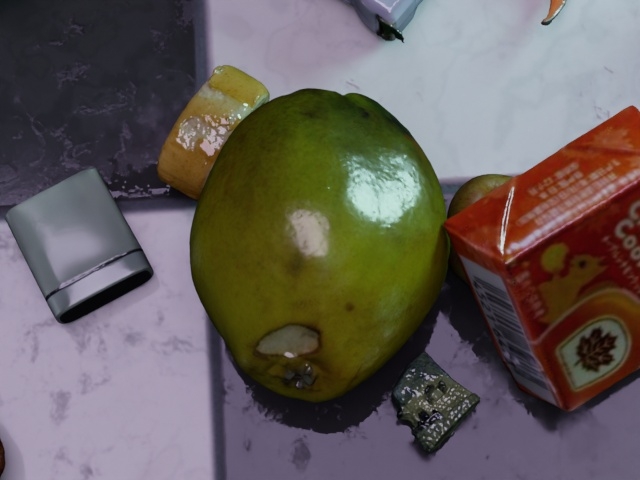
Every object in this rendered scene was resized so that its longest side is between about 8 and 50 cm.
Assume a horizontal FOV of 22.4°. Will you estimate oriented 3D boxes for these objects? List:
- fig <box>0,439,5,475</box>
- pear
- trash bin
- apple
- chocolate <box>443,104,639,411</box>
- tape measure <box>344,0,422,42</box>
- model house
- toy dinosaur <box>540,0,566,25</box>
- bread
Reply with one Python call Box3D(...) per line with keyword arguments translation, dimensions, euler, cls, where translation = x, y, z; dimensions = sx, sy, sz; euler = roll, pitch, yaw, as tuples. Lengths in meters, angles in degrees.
Box3D(translation=(-0.418, 0.252, 1.655), dimensions=(0.201, 0.146, 0.134), euler=(-46, 71, 30), cls="fig")
Box3D(translation=(0.000, 0.000, 1.623), dimensions=(0.269, 0.269, 0.321), euler=(1, 68, 2), cls="pear")
Box3D(translation=(-0.258, 0.006, 1.725), dimensions=(0.116, 0.059, 0.130), euler=(-28, 75, -7), cls="trash bin")
Box3D(translation=(0.190, -0.006, 1.691), dimensions=(0.126, 0.102, 0.126), euler=(-1, 76, 2), cls="apple")
Box3D(translation=(0.274, 0.026, 1.614), dimensions=(0.234, 0.108, 0.237), euler=(-31, 121, -8), cls="chocolate")
Box3D(translation=(0.066, -0.340, 1.781), dimensions=(0.178, 0.105, 0.196), euler=(30, 80, 10), cls="tape measure")
Box3D(translation=(0.110, 0.166, 1.668), dimensions=(0.079, 0.066, 0.083), euler=(-44, 77, -11), cls="model house")
Box3D(translation=(0.275, -0.357, 1.807), dimensions=(0.101, 0.055, 0.280), euler=(13, 75, -5), cls="toy dinosaur")
Box3D(translation=(-0.110, -0.114, 1.719), dimensions=(0.073, 0.122, 0.149), euler=(31, 79, 6), cls="bread")
